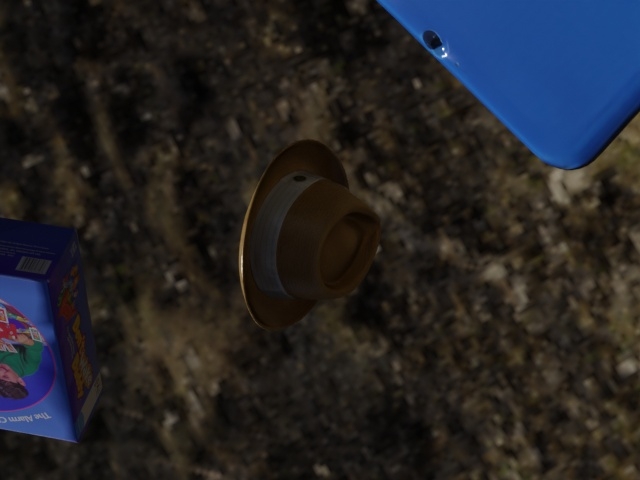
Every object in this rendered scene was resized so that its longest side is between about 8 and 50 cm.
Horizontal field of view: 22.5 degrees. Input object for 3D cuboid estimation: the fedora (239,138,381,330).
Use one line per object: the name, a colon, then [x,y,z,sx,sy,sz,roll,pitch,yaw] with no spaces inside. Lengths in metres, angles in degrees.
fedora: [0.000,0.000,1.498,0.079,0.194,0.194,12,128,28]

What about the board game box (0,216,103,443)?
board game box: [-0.407,0.073,1.625,0.347,0.078,0.233,9,133,11]

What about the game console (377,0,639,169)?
game console: [0.144,-0.238,0.931,0.293,0.250,0.173,46,162,8]
